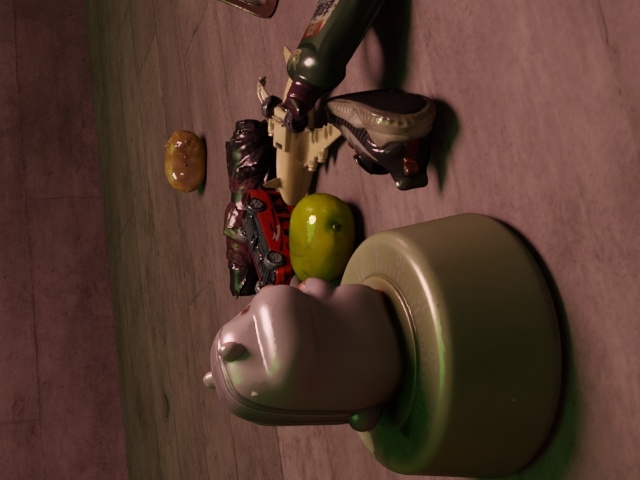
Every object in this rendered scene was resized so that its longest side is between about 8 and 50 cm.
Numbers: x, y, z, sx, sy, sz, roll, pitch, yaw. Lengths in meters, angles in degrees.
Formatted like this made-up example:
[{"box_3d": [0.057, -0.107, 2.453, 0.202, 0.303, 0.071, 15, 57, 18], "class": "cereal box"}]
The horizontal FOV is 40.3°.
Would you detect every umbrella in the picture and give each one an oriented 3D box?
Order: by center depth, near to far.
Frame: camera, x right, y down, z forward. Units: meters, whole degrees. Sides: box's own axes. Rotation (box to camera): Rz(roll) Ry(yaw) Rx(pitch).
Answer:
[{"box_3d": [-0.129, -0.054, 1.563, 0.094, 0.090, 0.326, 21, 112, 61], "class": "umbrella"}]

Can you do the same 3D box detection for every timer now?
[{"box_3d": [0.038, 0.117, 0.911, 0.291, 0.315, 0.290, 179, 90, -67], "class": "timer"}]

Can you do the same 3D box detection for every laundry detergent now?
[{"box_3d": [0.009, -0.253, 1.130, 0.221, 0.078, 0.144, -64, 20, -7], "class": "laundry detergent"}]

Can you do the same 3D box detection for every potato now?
[{"box_3d": [-0.302, -0.178, 1.946, 0.070, 0.092, 0.137, -123, 35, -71], "class": "potato"}]

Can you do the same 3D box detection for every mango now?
[{"box_3d": [0.003, 0.004, 1.278, 0.117, 0.089, 0.163, 56, 154, 38], "class": "mango"}]

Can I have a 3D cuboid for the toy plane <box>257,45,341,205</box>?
[{"box_3d": [-0.039, -0.168, 1.349, 0.229, 0.092, 0.244, 33, 120, 46], "class": "toy plane"}]

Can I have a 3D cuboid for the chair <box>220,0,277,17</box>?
[{"box_3d": [-0.179, -0.532, 1.612, 0.327, 0.183, 0.175, 19, 117, 17], "class": "chair"}]

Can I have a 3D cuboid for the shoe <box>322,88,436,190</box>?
[{"box_3d": [0.072, -0.130, 1.097, 0.227, 0.099, 0.112, -149, 48, -67], "class": "shoe"}]

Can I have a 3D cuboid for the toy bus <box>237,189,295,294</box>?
[{"box_3d": [-0.073, 0.007, 1.435, 0.081, 0.089, 0.195, 110, 149, -42], "class": "toy bus"}]
